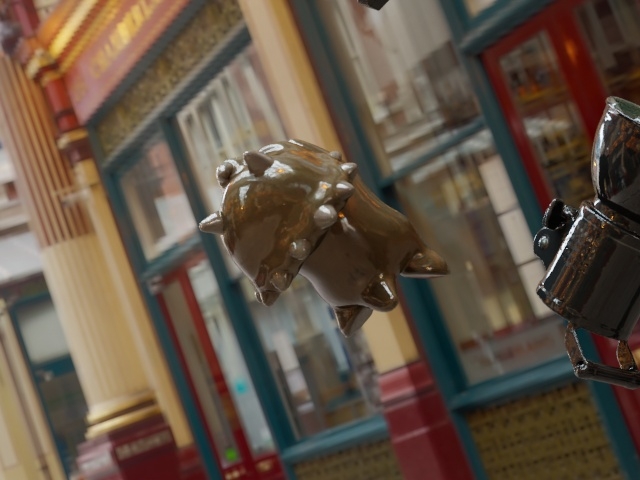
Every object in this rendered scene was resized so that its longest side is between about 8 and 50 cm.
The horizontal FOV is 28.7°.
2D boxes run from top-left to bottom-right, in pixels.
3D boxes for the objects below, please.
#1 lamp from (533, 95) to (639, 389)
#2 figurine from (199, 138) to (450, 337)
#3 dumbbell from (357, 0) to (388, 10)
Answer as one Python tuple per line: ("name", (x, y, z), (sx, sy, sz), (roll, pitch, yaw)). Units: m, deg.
("lamp", (0.276, -0.003, 1.168), (0.147, 0.172, 0.227), (15, -69, -34))
("figurine", (-0.006, 0.000, 1.325), (0.177, 0.247, 0.173), (-34, 6, 17))
("dumbbell", (0.035, -0.260, 1.256), (0.083, 0.036, 0.040), (15, 11, -44))
